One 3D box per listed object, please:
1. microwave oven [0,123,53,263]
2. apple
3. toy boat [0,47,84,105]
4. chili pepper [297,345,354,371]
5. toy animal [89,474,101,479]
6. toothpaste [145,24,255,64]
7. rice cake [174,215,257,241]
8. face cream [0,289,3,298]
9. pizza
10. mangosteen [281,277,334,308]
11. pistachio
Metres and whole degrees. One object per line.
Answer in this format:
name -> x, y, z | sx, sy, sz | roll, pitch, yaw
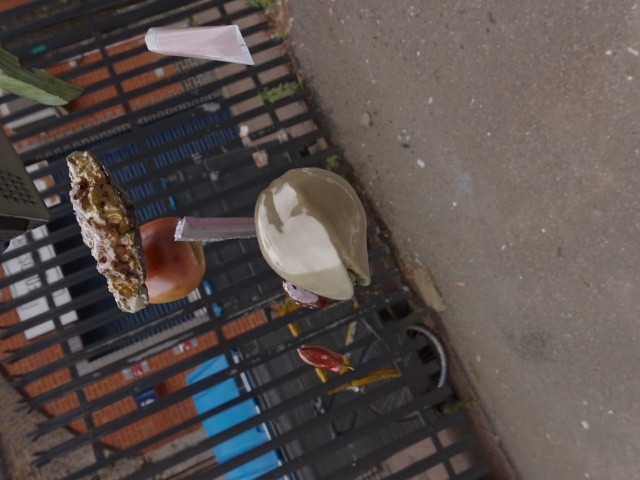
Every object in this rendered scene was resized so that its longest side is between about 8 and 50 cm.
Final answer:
microwave oven -> -0.487, -0.018, 0.493 | 0.218, 0.355, 0.286 | 65, 167, -8
apple -> -0.455, 0.057, 1.480 | 0.242, 0.241, 0.242 | -14, -90, -86
toy boat -> -0.608, -0.336, 1.112 | 0.293, 0.093, 0.055 | 7, -101, -78
chili pepper -> 0.011, 0.312, 1.388 | 0.191, 0.059, 0.050 | 27, -156, -31
toy animal -> -0.767, 0.840, 1.639 | 0.114, 0.245, 0.146 | 40, 165, 43
toothpaste -> -0.190, -0.306, 0.814 | 0.194, 0.043, 0.067 | 15, 150, 28
rice cake -> -0.207, -0.026, 1.128 | 0.270, 0.049, 0.055 | -2, -92, -58
face cream -> -1.042, 0.170, 1.605 | 0.117, 0.104, 0.117 | 28, 155, 14
pizza -> -0.499, -0.024, 1.240 | 0.277, 0.114, 0.409 | -8, 104, 62
mangosteen -> -0.007, 0.077, 1.273 | 0.146, 0.181, 0.156 | 37, 180, 21
pistachio -> 0.000, 0.000, 0.993 | 0.226, 0.208, 0.332 | 39, 165, 36
